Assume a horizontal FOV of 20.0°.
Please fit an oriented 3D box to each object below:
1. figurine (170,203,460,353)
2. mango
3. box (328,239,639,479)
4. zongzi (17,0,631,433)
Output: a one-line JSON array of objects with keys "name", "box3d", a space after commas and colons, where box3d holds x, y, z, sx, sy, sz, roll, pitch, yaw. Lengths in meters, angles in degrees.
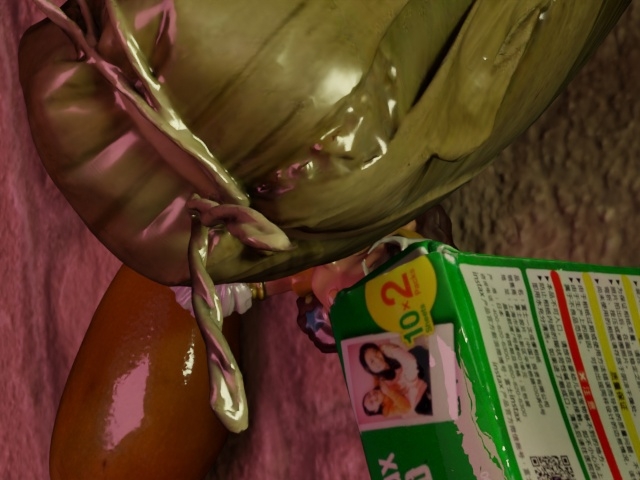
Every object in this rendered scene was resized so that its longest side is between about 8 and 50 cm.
[{"name": "figurine", "box3d": [0.002, 0.001, 1.238, 0.240, 0.116, 0.175, 34, 96, 37]}, {"name": "mango", "box3d": [-0.119, 0.098, 1.344, 0.138, 0.113, 0.253, 22, 91, 47]}, {"name": "box", "box3d": [0.131, 0.096, 1.011, 0.103, 0.250, 0.180, -34, 62, 41]}, {"name": "zongzi", "box3d": [0.071, -0.169, 0.905, 0.467, 0.500, 0.218, -43, 90, 8]}]
